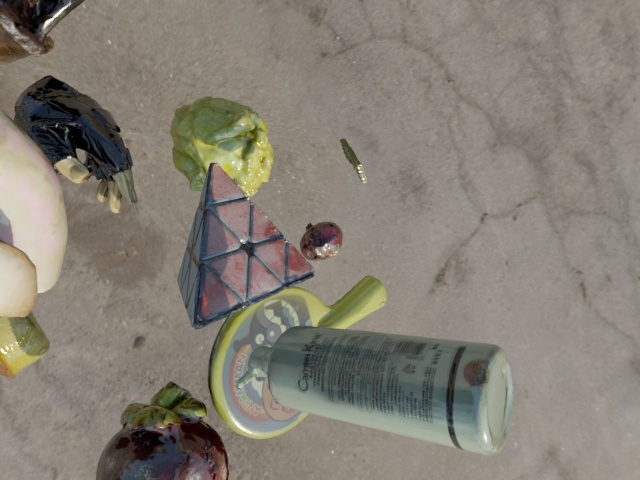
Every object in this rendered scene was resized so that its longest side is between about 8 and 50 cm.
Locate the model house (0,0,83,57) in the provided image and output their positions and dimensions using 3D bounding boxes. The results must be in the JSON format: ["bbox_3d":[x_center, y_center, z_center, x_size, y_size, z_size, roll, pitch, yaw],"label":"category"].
[{"bbox_3d":[-0.344,-0.431,0.473,0.317,0.297,0.282,44,81,-5],"label":"model house"}]

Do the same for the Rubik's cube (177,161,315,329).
[{"bbox_3d":[-0.128,0.047,0.661,0.190,0.178,0.211,24,59,-36],"label":"Rubik's cube"}]

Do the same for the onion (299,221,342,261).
[{"bbox_3d":[0.000,0.000,1.073,0.107,0.107,0.097,-29,73,-13],"label":"onion"}]

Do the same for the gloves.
[{"bbox_3d":[-0.336,-0.133,0.683,0.203,0.164,0.124,38,108,-7],"label":"gloves"}]

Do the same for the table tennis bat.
[{"bbox_3d":[-0.016,0.157,0.751,0.368,0.054,0.224,-28,109,-39],"label":"table tennis bat"}]

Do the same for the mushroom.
[{"bbox_3d":[-0.310,-0.048,0.462,0.162,0.236,0.173,-56,154,10],"label":"mushroom"}]

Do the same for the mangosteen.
[{"bbox_3d":[-0.196,0.271,0.593,0.166,0.166,0.180,1,75,-21],"label":"mangosteen"}]

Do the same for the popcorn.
[{"bbox_3d":[-0.220,-0.207,1.060,0.256,0.254,0.195,41,45,-28],"label":"popcorn"}]

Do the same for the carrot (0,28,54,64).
[{"bbox_3d":[-0.469,-0.303,0.724,0.059,0.247,0.059,-19,116,-45],"label":"carrot"}]

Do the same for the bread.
[{"bbox_3d":[-0.448,0.119,0.656,0.086,0.125,0.156,-36,118,-33],"label":"bread"}]

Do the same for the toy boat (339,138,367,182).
[{"bbox_3d":[0.077,-0.189,1.111,0.016,0.115,0.063,-26,137,2],"label":"toy boat"}]

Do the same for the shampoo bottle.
[{"bbox_3d":[0.035,0.127,0.442,0.085,0.262,0.085,4,85,-54],"label":"shampoo bottle"}]
